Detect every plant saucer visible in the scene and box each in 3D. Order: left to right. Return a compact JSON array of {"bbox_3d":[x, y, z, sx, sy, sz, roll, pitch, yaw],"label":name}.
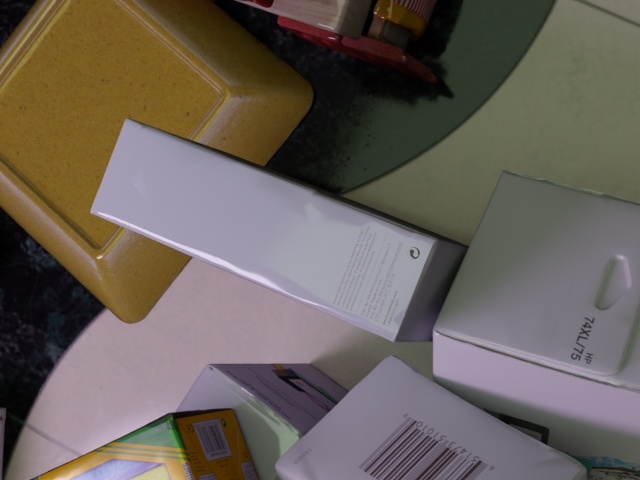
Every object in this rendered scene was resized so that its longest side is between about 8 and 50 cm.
[{"bbox_3d":[-0.231,-0.136,1.551,0.333,0.081,0.333,41,98,14],"label":"plant saucer"}]

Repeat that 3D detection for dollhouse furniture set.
[{"bbox_3d":[0.023,-0.285,1.335,0.152,0.374,0.201,21,95,21],"label":"dollhouse furniture set"}]

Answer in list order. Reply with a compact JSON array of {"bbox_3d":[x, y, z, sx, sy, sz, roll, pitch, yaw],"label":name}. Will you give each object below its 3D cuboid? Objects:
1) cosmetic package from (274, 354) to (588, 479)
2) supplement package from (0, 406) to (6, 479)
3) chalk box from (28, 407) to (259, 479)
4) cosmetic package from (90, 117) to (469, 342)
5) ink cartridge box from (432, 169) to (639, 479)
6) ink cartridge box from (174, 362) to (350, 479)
[{"bbox_3d":[0.116,0.314,1.247,0.217,0.385,0.156,29,57,36],"label":"cosmetic package"},{"bbox_3d":[-0.485,0.244,1.576,0.244,0.134,0.139,1,88,16],"label":"supplement package"},{"bbox_3d":[-0.163,0.241,1.198,0.213,0.132,0.132,-27,78,16],"label":"chalk box"},{"bbox_3d":[0.000,0.000,1.321,0.284,0.377,0.097,24,93,17],"label":"cosmetic package"},{"bbox_3d":[0.220,0.113,1.276,0.197,0.270,0.198,15,52,17],"label":"ink cartridge box"},{"bbox_3d":[-0.066,0.228,1.382,0.117,0.278,0.201,36,97,18],"label":"ink cartridge box"}]
